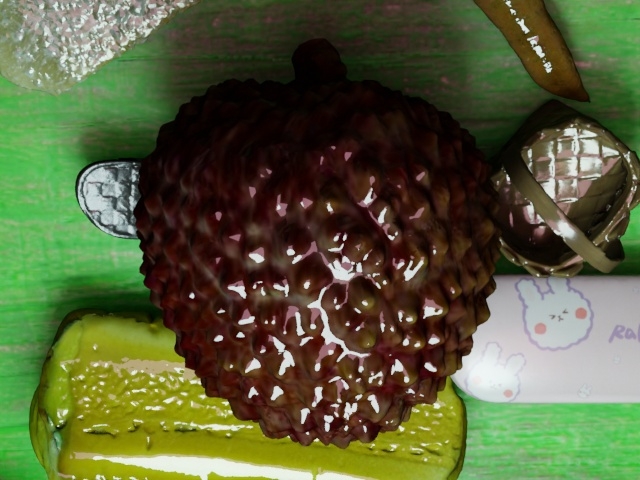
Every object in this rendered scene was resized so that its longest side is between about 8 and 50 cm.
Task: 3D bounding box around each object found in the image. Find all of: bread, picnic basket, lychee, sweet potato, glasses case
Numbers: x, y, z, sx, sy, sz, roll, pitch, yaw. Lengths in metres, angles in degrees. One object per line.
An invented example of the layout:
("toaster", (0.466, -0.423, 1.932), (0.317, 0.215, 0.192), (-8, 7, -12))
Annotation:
("bread", (-0.189, -0.260, 1.672), (0.286, 0.056, 0.207), (-36, 103, 9))
("picnic basket", (0.202, -0.035, 1.654), (0.128, 0.178, 0.138), (39, 103, -10))
("bread", (-0.062, 0.154, 1.746), (0.383, 0.112, 0.166), (4, 77, -4))
("lychee", (0.000, 0.000, 1.594), (0.306, 0.306, 0.330), (1, 89, 1))
("sweet potato", (0.156, -0.221, 1.668), (0.067, 0.067, 0.274), (-27, 108, 9))
("glasses case", (0.254, 0.085, 1.723), (0.297, 0.075, 0.113), (0, 89, -8))

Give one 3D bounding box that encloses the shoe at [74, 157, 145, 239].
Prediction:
("shoe", (-0.130, -0.040, 1.734), (0.179, 0.049, 0.071), (1, 106, -19))
